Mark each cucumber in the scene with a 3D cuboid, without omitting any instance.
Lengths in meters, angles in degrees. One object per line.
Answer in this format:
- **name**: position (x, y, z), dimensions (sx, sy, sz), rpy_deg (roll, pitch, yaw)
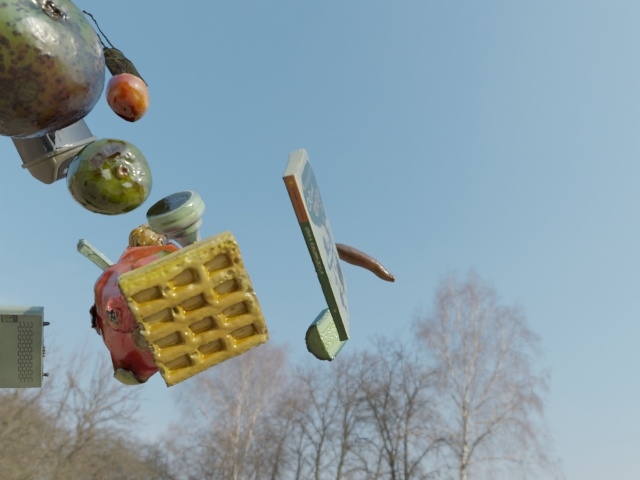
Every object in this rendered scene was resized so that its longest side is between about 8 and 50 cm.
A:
- **cucumber**: position (0.010, 0.250, 1.463), dimensions (0.062, 0.115, 0.116), rpy_deg (-17, -74, 30)

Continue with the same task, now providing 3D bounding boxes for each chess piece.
- **chess piece**: position (-0.311, 0.022, 1.348), dimensions (0.139, 0.139, 0.272), rpy_deg (-9, -59, 20)

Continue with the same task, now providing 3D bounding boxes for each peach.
- **peach**: position (-0.433, -0.319, 1.235), dimensions (0.100, 0.101, 0.101), rpy_deg (3, -33, 2)

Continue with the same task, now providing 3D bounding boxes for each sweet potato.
- **sweet potato**: position (0.126, 0.061, 1.765), dimensions (0.264, 0.057, 0.057), rpy_deg (25, -29, 17)

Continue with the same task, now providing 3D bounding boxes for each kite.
- **kite**: position (-0.545, -0.485, 1.404), dimensions (0.141, 0.015, 0.245), rpy_deg (13, -28, 32)

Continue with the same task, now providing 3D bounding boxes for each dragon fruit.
- **dragon fruit**: position (-0.341, 0.166, 1.158), dimensions (0.305, 0.226, 0.305), rpy_deg (-4, -73, -14)

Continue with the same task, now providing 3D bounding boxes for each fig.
- **fig**: position (-0.553, -0.155, 1.423), dimensions (0.203, 0.203, 0.225), rpy_deg (29, -31, -33)

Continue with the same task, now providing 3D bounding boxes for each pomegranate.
- **pomegranate**: position (-0.540, -0.277, 0.917), dimensions (0.340, 0.285, 0.285), rpy_deg (-30, -44, 22)

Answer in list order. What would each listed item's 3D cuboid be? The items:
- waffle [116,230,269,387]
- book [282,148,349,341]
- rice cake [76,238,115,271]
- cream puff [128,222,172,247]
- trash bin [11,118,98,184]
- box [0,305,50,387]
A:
- **waffle**: position (-0.230, 0.128, 1.027), dimensions (0.221, 0.055, 0.248), rpy_deg (-24, -62, -17)
- **book**: position (0.000, 0.000, 1.196), dimensions (0.043, 0.260, 0.371), rpy_deg (-16, -71, 6)
- **rice cake**: position (-0.605, 0.074, 1.550), dimensions (0.034, 0.043, 0.211), rpy_deg (-44, -68, -1)
- **cream puff**: position (-0.449, 0.020, 1.458), dimensions (0.104, 0.133, 0.119), rpy_deg (3, -11, 2)
- **trash bin**: position (-0.809, -0.328, 1.632), dimensions (0.182, 0.209, 0.290), rpy_deg (-12, -71, 33)
- **box**: position (-0.825, 0.281, 1.439), dimensions (0.211, 0.045, 0.270), rpy_deg (3, -58, -21)
